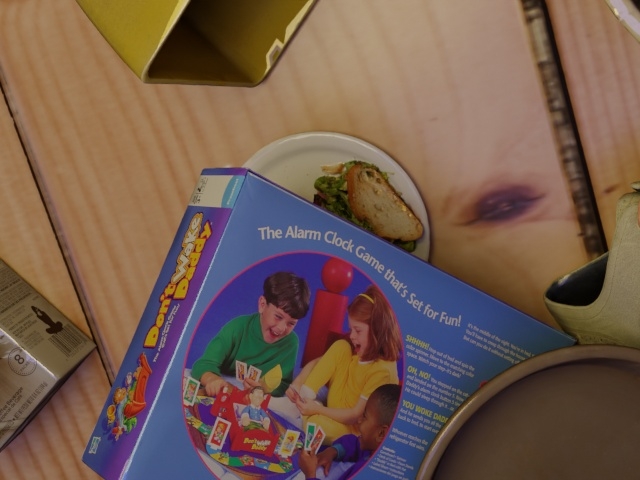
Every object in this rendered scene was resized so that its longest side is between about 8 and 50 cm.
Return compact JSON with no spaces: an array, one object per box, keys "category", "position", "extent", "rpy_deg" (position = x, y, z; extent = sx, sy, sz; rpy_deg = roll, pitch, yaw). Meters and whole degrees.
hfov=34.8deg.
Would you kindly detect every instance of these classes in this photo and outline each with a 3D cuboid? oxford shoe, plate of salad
[{"category":"oxford shoe","position":[0.297,0.001,0.757],"extent":[0.146,0.140,0.397],"rpy_deg":[38,141,5]},{"category":"plate of salad","position":[0.000,0.000,0.937],"extent":[0.200,0.048,0.199],"rpy_deg":[3,106,10]}]

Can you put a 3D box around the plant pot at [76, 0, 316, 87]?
[{"category":"plant pot","position":[-0.105,-0.263,0.814],"extent":[0.187,0.212,0.212],"rpy_deg":[39,109,12]}]

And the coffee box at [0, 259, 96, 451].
[{"category":"coffee box","position":[-0.367,0.082,1.003],"extent":[0.246,0.098,0.141],"rpy_deg":[42,108,-2]}]

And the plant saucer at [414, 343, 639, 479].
[{"category":"plant saucer","position":[0.196,0.210,0.791],"extent":[0.278,0.041,0.277],"rpy_deg":[-2,101,-11]}]

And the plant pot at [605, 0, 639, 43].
[{"category":"plant pot","position":[0.322,-0.261,0.668],"extent":[0.334,0.305,0.333],"rpy_deg":[3,105,11]}]

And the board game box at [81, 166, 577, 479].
[{"category":"board game box","position":[0.024,0.120,0.798],"extent":[0.347,0.078,0.233],"rpy_deg":[27,80,-29]}]
